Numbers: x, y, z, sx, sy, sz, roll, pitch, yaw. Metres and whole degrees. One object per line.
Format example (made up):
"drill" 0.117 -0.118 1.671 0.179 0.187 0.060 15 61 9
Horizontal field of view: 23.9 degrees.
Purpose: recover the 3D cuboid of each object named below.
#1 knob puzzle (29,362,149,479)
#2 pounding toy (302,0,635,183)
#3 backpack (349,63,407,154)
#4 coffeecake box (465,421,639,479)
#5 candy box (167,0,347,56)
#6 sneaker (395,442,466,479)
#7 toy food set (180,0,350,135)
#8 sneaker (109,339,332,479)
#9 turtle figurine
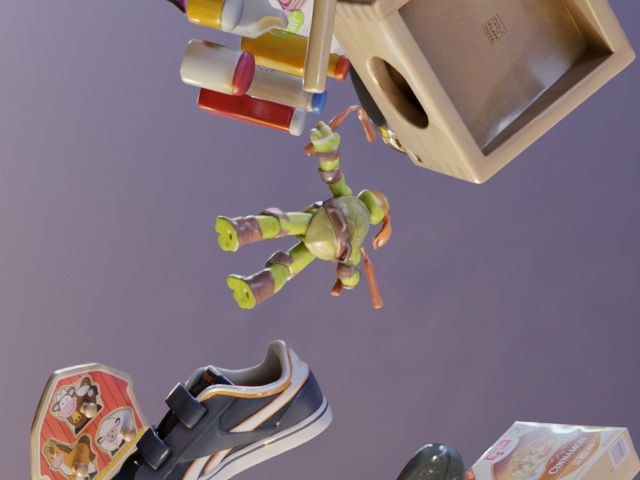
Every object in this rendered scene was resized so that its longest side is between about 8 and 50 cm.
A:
"knob puzzle" -0.303 0.245 1.969 0.030 0.213 0.213 14 -103 38
"pounding toy" 0.047 -0.139 0.868 0.181 0.206 0.094 -39 -157 -12
"backpack" 0.180 -0.271 1.909 0.356 0.273 0.290 -15 -85 41
"coffeecake box" 0.301 0.306 1.983 0.185 0.068 0.142 -4 -154 47
"candy box" -0.035 -0.290 1.588 0.071 0.233 0.159 41 -67 39
"sneaker" 0.093 0.289 1.605 0.130 0.087 0.227 -110 -157 -57
"toy food set" -0.047 -0.159 1.350 0.232 0.105 0.111 40 66 -79
"sneaker" -0.151 0.230 1.805 0.321 0.127 0.126 -29 -161 -14
"turtle figurine" 0.000 0.000 1.681 0.087 0.217 0.269 37 -37 46
